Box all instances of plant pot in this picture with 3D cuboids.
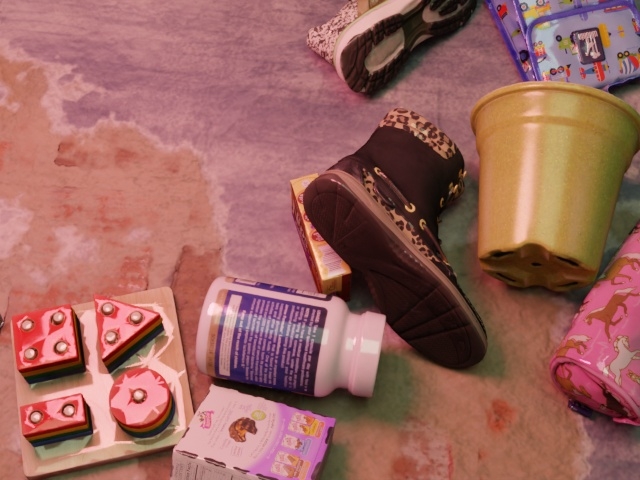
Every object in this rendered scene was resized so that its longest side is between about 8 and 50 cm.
[{"bbox_3d":[0.352,-0.067,1.496,0.275,0.276,0.254,11,69,5],"label":"plant pot"}]

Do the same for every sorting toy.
[{"bbox_3d":[-0.332,0.197,1.439,0.255,0.089,0.257,-11,62,-7],"label":"sorting toy"}]

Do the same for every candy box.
[{"bbox_3d":[0.000,0.000,1.535,0.053,0.109,0.187,-16,64,-8],"label":"candy box"},{"bbox_3d":[-0.093,0.298,1.356,0.196,0.070,0.165,15,29,7],"label":"candy box"}]

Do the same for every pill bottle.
[{"bbox_3d":[-0.041,0.148,1.431,0.264,0.153,0.153,10,62,5],"label":"pill bottle"}]

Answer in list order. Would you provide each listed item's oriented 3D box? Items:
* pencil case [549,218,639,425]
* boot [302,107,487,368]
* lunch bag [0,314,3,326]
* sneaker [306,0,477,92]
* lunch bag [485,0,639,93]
[{"bbox_3d":[0.503,0.095,1.462,0.160,0.167,0.386,23,64,33],"label":"pencil case"},{"bbox_3d":[0.162,-0.014,1.508,0.377,0.138,0.284,47,43,-9],"label":"boot"},{"bbox_3d":[-0.545,0.138,1.491,0.071,0.053,0.083,19,54,7],"label":"lunch bag"},{"bbox_3d":[0.135,-0.442,1.765,0.410,0.158,0.182,-39,51,-24],"label":"sneaker"},{"bbox_3d":[0.456,-0.378,1.748,0.220,0.138,0.293,-15,75,-9],"label":"lunch bag"}]
